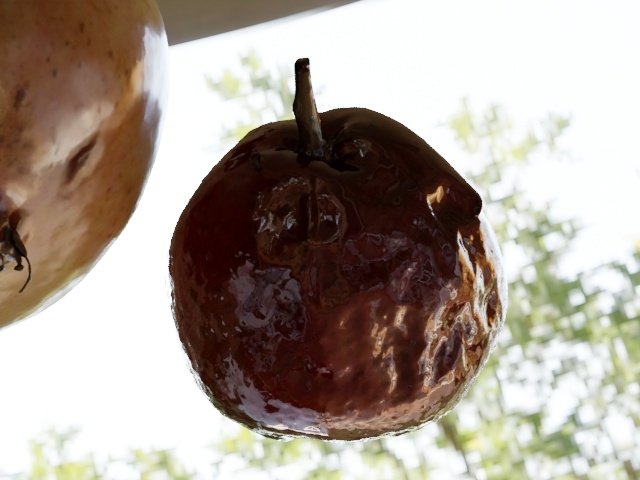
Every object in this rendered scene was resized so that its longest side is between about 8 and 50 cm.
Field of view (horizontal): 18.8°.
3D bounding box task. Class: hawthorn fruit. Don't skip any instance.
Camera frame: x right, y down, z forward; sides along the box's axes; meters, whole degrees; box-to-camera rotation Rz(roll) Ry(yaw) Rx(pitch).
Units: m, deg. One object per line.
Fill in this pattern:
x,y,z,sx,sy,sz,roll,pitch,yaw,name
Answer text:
0.000,0.000,1.288,0.230,0.210,0.266,-27,-61,-21,hawthorn fruit

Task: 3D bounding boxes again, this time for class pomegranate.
-0.252,-0.074,1.173,0.338,0.338,0.338,-11,-30,-7,pomegranate
